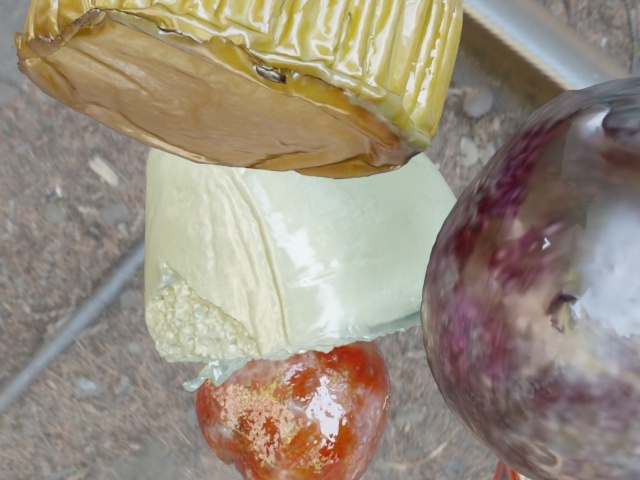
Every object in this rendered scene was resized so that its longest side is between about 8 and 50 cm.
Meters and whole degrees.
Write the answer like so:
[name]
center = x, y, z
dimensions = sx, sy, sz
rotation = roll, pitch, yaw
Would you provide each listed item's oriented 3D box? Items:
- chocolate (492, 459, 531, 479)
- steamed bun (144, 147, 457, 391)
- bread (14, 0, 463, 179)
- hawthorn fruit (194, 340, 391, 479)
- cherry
[chocolate]
center = 0.282, 0.365, 1.493
dimensions = 0.107, 0.237, 0.235
rotation = -8, 55, -5
[steamed bun]
center = 0.000, 0.000, 1.153
dimensions = 0.290, 0.272, 0.274
rotation = -21, 105, -46
[bread]
center = -0.034, -0.099, 0.558
dimensions = 0.199, 0.199, 0.104
rotation = 14, 81, 6
[hawthorn fruit]
center = -0.034, 0.221, 1.670
dimensions = 0.284, 0.284, 0.284
rotation = -1, 71, 2
[cherry]
center = 0.138, 0.022, 0.540
dimensions = 0.195, 0.195, 0.195
rotation = -1, 71, 2
